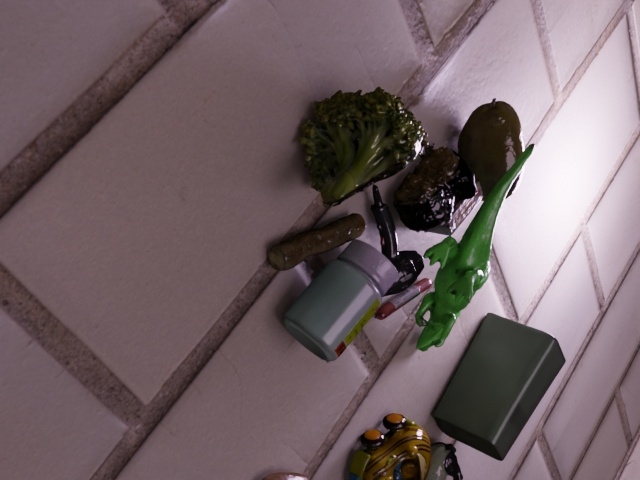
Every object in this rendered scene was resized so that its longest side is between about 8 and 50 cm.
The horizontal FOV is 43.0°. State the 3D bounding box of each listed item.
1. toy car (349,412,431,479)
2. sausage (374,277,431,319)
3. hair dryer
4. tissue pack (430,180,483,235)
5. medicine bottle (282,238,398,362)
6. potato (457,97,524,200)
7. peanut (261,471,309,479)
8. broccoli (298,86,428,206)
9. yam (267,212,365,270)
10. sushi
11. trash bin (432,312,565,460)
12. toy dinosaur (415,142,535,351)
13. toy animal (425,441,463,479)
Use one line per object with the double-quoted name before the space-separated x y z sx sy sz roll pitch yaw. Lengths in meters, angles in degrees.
"toy car" 0.186 0.547 1.969 0.248 0.142 0.200 -29 125 -39
"sausage" 0.198 0.137 1.929 0.223 0.029 0.029 -28 123 -41
"hair dryer" 0.114 0.003 1.760 0.235 0.091 0.272 -24 113 -32
"tissue pack" 0.299 -0.083 1.908 0.148 0.108 0.060 -46 130 -28
"medicine bottle" 0.041 0.119 1.626 0.225 0.139 0.139 -50 136 -15
"potato" 0.410 -0.219 1.939 0.159 0.174 0.251 -28 124 -42
"peanut" -0.075 0.526 1.706 0.152 0.076 0.076 18 89 -46
"broccoli" 0.058 -0.189 1.512 0.273 0.242 0.180 -34 106 -46
"yam" 0.000 0.000 1.619 0.253 0.061 0.061 -23 119 -44
"sushi" 0.261 -0.118 1.822 0.212 0.147 0.115 -46 133 -27
"trash bin" 0.480 0.394 2.214 0.343 0.223 0.158 -52 137 -21
"toy dinosaur" 0.379 0.043 1.921 0.500 0.144 0.374 -51 159 -7
"toy animal" 0.301 0.653 2.186 0.121 0.094 0.225 32 87 -40
